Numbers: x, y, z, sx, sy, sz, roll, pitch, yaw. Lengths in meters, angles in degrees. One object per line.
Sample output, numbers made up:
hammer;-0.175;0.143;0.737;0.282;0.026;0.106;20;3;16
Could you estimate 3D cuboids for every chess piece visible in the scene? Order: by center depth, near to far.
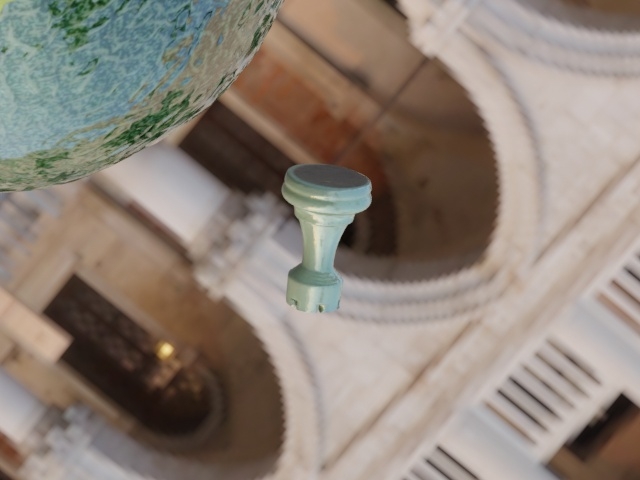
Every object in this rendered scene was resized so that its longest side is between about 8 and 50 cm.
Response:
chess piece;0.000;0.000;1.427;0.067;0.067;0.103;-64;163;-71

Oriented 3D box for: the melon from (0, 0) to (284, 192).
melon;-0.094;-0.127;0.405;0.182;0.182;0.288;-53;146;-24
